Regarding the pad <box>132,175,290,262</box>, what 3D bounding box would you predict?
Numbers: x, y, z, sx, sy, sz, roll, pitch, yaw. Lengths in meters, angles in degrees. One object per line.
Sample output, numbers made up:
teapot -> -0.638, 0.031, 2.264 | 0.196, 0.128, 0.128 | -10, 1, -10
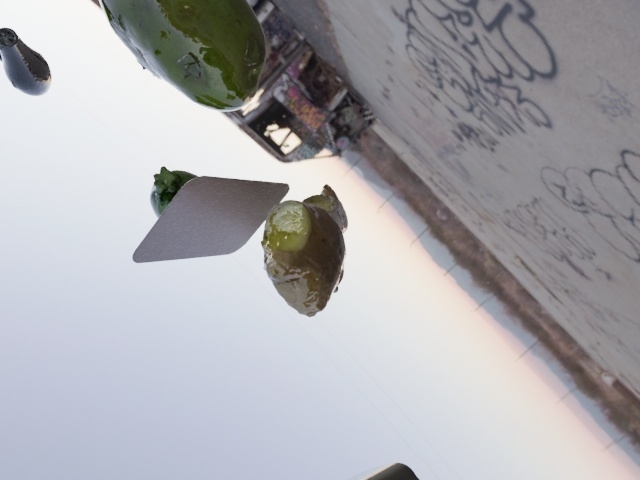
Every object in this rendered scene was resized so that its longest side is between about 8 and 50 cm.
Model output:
pad -> -0.160, -0.032, 0.900 | 0.002, 0.176, 0.266 | 49, -157, 18

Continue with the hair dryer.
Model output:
hair dryer -> -0.565, -0.344, 0.970 | 0.219, 0.075, 0.195 | 36, 166, -4

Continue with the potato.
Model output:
potato -> -0.178, -0.284, 0.764 | 0.253, 0.148, 0.186 | 50, 167, -15

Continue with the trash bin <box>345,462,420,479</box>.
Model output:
trash bin -> 0.058, 0.493, 0.940 | 0.250, 0.219, 0.220 | -4, -114, -51

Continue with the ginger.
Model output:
ginger -> 0.000, 0.000, 0.729 | 0.294, 0.086, 0.131 | -43, -68, -73

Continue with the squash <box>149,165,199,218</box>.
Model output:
squash -> -0.220, -0.044, 1.029 | 0.107, 0.107, 0.395 | 46, 171, 10
